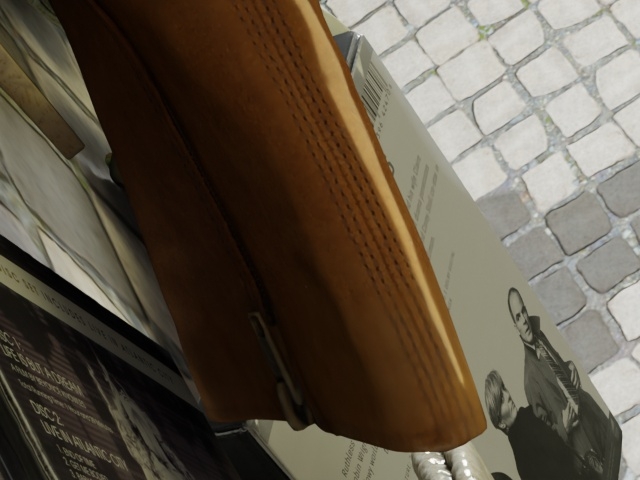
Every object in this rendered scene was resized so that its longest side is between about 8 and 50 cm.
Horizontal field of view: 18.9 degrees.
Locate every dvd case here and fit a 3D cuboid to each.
[{"bbox_3d":[-0.019,0.096,0.424,0.221,0.018,0.164,58,5,24],"label":"dvd case"},{"bbox_3d":[0.044,0.069,0.687,0.238,0.029,0.179,53,36,-35],"label":"dvd case"}]

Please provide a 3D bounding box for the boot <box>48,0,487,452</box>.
[{"bbox_3d":[-0.034,-0.080,0.427,0.264,0.096,0.280,-16,-86,66],"label":"boot"}]

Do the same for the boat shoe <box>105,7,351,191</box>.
[{"bbox_3d":[-0.004,-0.001,0.810,0.109,0.091,0.305,17,-18,27],"label":"boat shoe"}]

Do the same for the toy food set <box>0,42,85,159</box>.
[{"bbox_3d":[-0.136,-0.091,0.446,0.192,0.038,0.132,50,-4,15],"label":"toy food set"}]

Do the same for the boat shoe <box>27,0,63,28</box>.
[{"bbox_3d":[-0.097,-0.127,0.788,0.302,0.109,0.094,20,57,-73],"label":"boat shoe"}]

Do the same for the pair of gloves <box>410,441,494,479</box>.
[{"bbox_3d":[0.084,0.175,0.513,0.204,0.042,0.240,58,6,-20],"label":"pair of gloves"}]
